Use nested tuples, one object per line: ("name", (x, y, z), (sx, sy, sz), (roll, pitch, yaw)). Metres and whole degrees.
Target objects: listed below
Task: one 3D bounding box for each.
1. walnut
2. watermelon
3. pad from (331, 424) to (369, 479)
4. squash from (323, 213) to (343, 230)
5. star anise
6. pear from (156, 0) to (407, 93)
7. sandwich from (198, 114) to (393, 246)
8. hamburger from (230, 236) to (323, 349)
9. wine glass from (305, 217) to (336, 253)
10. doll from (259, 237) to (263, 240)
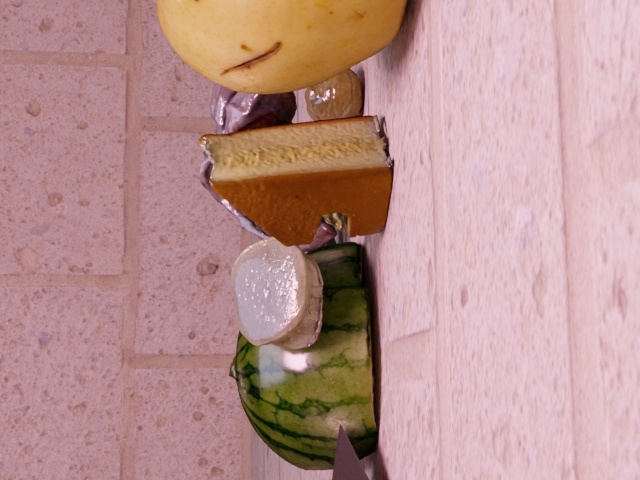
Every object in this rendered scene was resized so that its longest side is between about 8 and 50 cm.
("walnut", (0.019, -0.200, 1.540), (0.092, 0.092, 0.092), (-179, 90, -82))
("watermelon", (-0.029, 0.160, 1.526), (0.331, 0.189, 0.331), (176, 90, -78))
("pad", (0.055, 0.343, 1.342), (0.211, 0.003, 0.143), (-120, 28, -48))
("squash", (-0.005, -0.076, 1.648), (0.224, 0.094, 0.094), (-126, 35, -53))
("star anise", (-0.095, -0.130, 1.593), (0.359, 0.139, 0.316), (-10, 93, 64))
("pear", (-0.038, -0.315, 1.245), (0.309, 0.309, 0.310), (-179, 90, -82))
("sandwich", (-0.032, -0.073, 1.355), (0.122, 0.235, 0.128), (-117, 27, -47))
("hamburger", (-0.053, 0.067, 1.385), (0.133, 0.062, 0.140), (-14, 74, 37))
("wine glass", (0.000, 0.000, 1.716), (0.073, 0.073, 0.155), (99, 173, -45))
("doll", (-0.076, -0.063, 2.160), (0.149, 0.095, 0.192), (-92, 4, -66))
